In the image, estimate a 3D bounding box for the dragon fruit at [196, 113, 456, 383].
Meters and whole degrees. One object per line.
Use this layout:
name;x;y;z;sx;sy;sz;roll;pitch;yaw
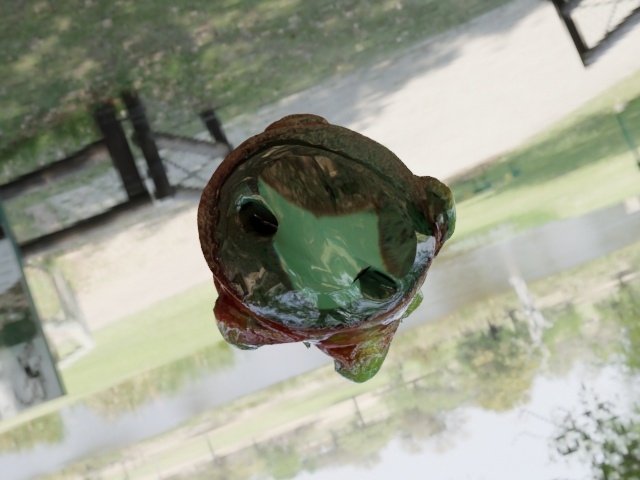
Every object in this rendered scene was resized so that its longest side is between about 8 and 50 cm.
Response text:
dragon fruit;0.000;0.000;1.082;0.268;0.295;0.130;-23;164;-16
